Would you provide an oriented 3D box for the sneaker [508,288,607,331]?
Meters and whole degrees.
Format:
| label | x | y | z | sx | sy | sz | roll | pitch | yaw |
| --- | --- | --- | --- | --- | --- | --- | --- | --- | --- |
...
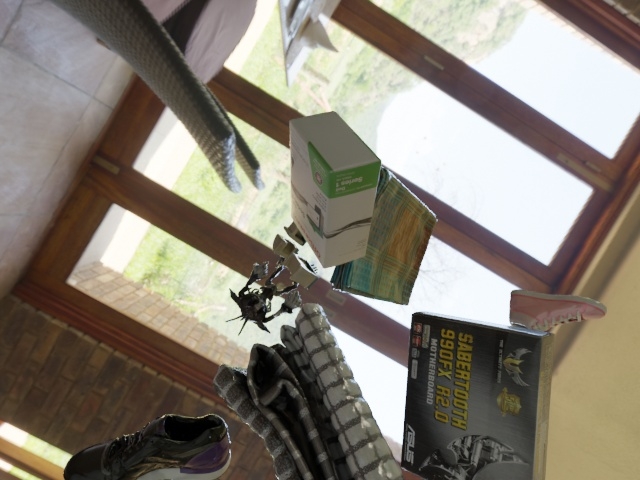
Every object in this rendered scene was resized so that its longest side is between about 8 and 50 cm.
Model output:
| label | x | y | z | sx | sy | sz | roll | pitch | yaw |
| --- | --- | --- | --- | --- | --- | --- | --- | --- | --- |
| sneaker | 0.359 | 0.120 | 0.648 | 0.134 | 0.051 | 0.070 | 5 | -117 | 36 |

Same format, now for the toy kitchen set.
| label | x | y | z | sx | sy | sz | roll | pitch | yaw |
| --- | --- | --- | --- | --- | --- | --- | --- | --- | --- |
| toy kitchen set | 0.000 | 0.000 | 1.078 | 0.207 | 0.122 | 0.166 | -50 | -138 | 11 |

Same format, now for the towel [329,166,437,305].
| label | x | y | z | sx | sy | sz | roll | pitch | yaw |
| --- | --- | --- | --- | --- | --- | --- | --- | --- | --- |
| towel | 0.172 | 0.012 | 0.988 | 0.370 | 0.040 | 0.272 | 23 | 86 | -54 |

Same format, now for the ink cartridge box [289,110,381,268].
| label | x | y | z | sx | sy | sz | roll | pitch | yaw |
| --- | --- | --- | --- | --- | --- | --- | --- | --- | --- |
| ink cartridge box | 0.016 | -0.083 | 0.731 | 0.220 | 0.092 | 0.160 | 94 | -28 | -45 |

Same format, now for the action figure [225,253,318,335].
| label | x | y | z | sx | sy | sz | roll | pitch | yaw |
| --- | --- | --- | --- | --- | --- | --- | --- | --- | --- |
| action figure | -0.131 | 0.129 | 1.123 | 0.276 | 0.164 | 0.141 | -47 | -178 | -41 |

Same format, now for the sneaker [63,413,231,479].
| label | x | y | z | sx | sy | sz | roll | pitch | yaw |
| --- | --- | --- | --- | --- | --- | --- | --- | --- | --- |
| sneaker | -0.307 | 0.363 | 0.755 | 0.107 | 0.283 | 0.124 | -114 | -156 | -60 |

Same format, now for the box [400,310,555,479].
| label | x | y | z | sx | sy | sz | roll | pitch | yaw |
| --- | --- | --- | --- | --- | --- | --- | --- | --- | --- |
| box | 0.207 | 0.225 | 0.574 | 0.183 | 0.056 | 0.231 | 4 | -91 | 45 |

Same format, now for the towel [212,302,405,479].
| label | x | y | z | sx | sy | sz | roll | pitch | yaw |
| --- | --- | --- | --- | --- | --- | --- | --- | --- | --- |
| towel | 0.007 | 0.233 | 0.441 | 0.121 | 0.235 | 0.284 | -25 | 149 | -7 |
